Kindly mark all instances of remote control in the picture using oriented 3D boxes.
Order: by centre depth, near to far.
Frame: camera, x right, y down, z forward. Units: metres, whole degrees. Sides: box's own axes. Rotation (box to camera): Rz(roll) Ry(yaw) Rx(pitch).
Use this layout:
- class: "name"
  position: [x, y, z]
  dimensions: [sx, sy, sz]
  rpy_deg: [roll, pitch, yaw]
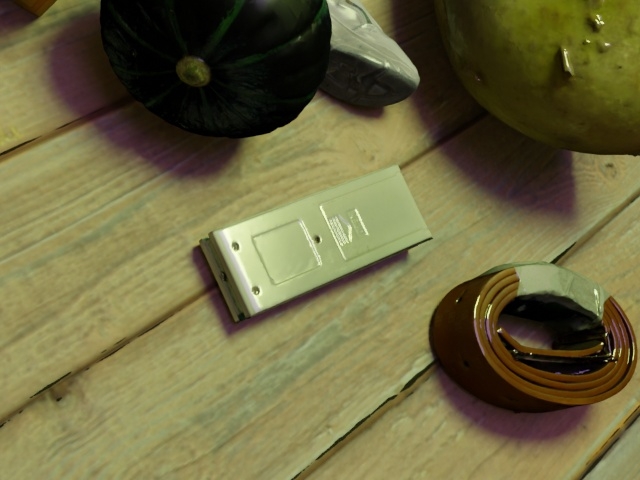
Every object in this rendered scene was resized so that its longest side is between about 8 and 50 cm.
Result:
- class: "remote control"
  position: [0.000, 0.000, 1.159]
  dimensions: [0.277, 0.055, 0.103]
  rpy_deg: [-22, 84, -35]

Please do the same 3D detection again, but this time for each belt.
- class: "belt"
  position: [0.268, 0.119, 1.252]
  dimensions: [0.261, 0.105, 0.184]
  rpy_deg: [5, 71, -28]

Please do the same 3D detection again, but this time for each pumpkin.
- class: "pumpkin"
  position: [-0.101, -0.243, 1.083]
  dimensions: [0.248, 0.248, 0.248]
  rpy_deg: [12, 66, -28]

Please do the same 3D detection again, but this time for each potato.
- class: "potato"
  position: [0.308, -0.338, 1.291]
  dimensions: [0.319, 0.385, 0.442]
  rpy_deg: [4, 58, -18]

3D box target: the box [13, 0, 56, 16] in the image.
- class: "box"
  position: [-0.233, -0.383, 1.059]
  dimensions: [0.076, 0.174, 0.274]
  rpy_deg: [35, 67, -23]

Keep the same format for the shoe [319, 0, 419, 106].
- class: "shoe"
  position: [0.022, -0.269, 1.254]
  dimensions: [0.245, 0.095, 0.138]
  rpy_deg: [28, 62, -13]
